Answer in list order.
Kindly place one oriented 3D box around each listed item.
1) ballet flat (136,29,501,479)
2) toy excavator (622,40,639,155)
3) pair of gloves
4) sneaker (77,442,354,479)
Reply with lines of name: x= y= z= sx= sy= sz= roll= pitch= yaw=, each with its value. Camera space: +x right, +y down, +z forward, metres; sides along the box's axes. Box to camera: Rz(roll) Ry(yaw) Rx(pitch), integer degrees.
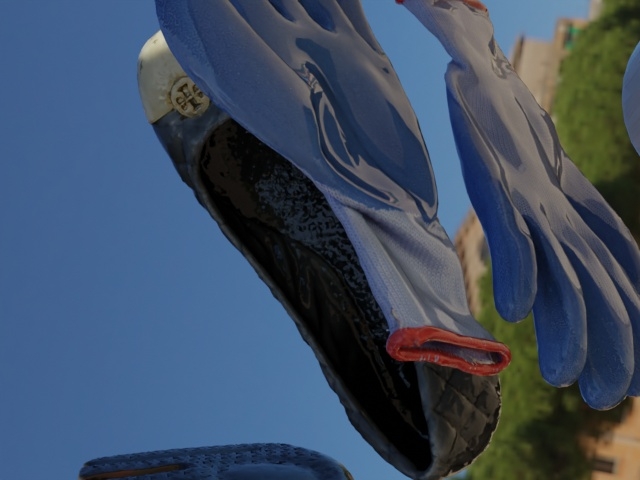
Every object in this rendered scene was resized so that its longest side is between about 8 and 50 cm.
ballet flat: x=0.000 y=0.000 z=0.473 sx=0.057 sy=0.173 sz=0.049 roll=-39 pitch=-2 yaw=22
toy excavator: x=0.302 y=0.118 z=0.699 sx=0.222 sy=0.433 sz=0.445 roll=110 pitch=-175 yaw=-70
pair of gloves: x=0.031 y=-0.026 z=0.427 sx=0.198 sy=0.023 sz=0.159 roll=11 pitch=-131 yaw=-51
sneaker: x=-0.021 y=0.173 z=0.556 sx=0.314 sy=0.116 sz=0.136 roll=-150 pitch=63 yaw=-61
